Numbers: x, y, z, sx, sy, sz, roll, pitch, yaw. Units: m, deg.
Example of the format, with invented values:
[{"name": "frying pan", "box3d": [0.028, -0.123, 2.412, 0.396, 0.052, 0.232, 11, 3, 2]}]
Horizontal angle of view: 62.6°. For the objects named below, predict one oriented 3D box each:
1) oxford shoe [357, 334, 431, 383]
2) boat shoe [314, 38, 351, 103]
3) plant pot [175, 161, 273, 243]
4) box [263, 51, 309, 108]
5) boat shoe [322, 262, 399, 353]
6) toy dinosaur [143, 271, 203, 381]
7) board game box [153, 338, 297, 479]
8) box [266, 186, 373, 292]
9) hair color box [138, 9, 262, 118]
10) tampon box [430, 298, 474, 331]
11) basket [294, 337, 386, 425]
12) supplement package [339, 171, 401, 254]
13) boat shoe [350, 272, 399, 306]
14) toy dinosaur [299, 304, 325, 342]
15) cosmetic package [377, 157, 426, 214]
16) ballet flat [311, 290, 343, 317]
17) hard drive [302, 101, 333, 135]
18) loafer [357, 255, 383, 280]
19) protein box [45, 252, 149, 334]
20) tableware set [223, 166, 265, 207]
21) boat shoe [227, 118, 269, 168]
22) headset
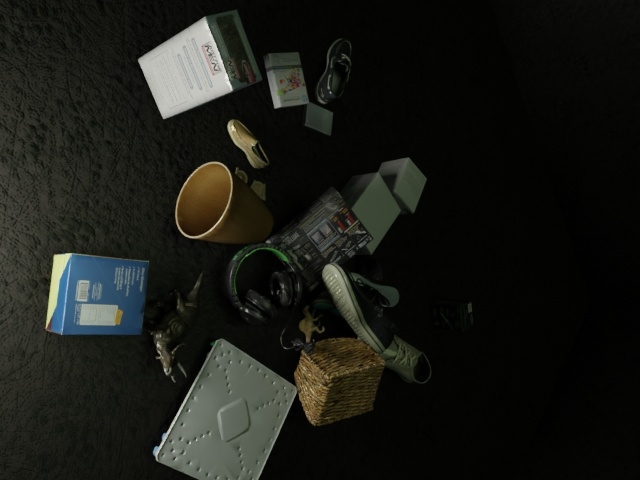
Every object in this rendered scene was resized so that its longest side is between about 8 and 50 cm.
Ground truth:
[{"name": "oxford shoe", "box3d": [0.322, 0.478, 2.213, 0.449, 0.130, 0.169, 39, 66, -33]}, {"name": "boat shoe", "box3d": [0.073, -0.662, 2.041, 0.114, 0.091, 0.303, 30, 69, -39]}, {"name": "plant pot", "box3d": [-0.270, -0.082, 1.628, 0.254, 0.237, 0.237, 28, 70, -49]}, {"name": "box", "box3d": [-0.122, -0.576, 1.894, 0.145, 0.038, 0.186, -20, 103, -41]}, {"name": "boat shoe", "box3d": [0.154, 0.229, 1.915, 0.156, 0.187, 0.500, -42, 130, -10]}, {"name": "toy dinosaur", "box3d": [-0.427, 0.236, 1.553, 0.160, 0.121, 0.314, 50, 52, -44]}, {"name": "board game box", "box3d": [-0.289, 0.572, 1.692, 0.390, 0.050, 0.390, 43, 61, -33]}, {"name": "box", "box3d": [0.000, 0.000, 1.863, 0.307, 0.076, 0.242, -41, 119, 0]}, {"name": "hair color box", "box3d": [-0.341, -0.473, 1.455, 0.113, 0.374, 0.185, -34, 111, -38]}, {"name": "tampon box", "box3d": [0.616, 0.347, 2.466, 0.101, 0.161, 0.120, -14, 100, -43]}, {"name": "basket", "box3d": [0.052, 0.502, 1.922, 0.299, 0.213, 0.223, -4, 116, -37]}, {"name": "supplement package", "box3d": [0.163, -0.103, 2.070, 0.262, 0.145, 0.204, -52, 122, -30]}, {"name": "boat shoe", "box3d": [0.165, 0.192, 2.088, 0.306, 0.105, 0.113, 11, 86, -29]}, {"name": "toy dinosaur", "box3d": [-0.036, 0.321, 1.948, 0.092, 0.053, 0.183, -6, 98, -26]}, {"name": "cosmetic package", "box3d": [0.325, -0.224, 2.221, 0.151, 0.151, 0.184, 42, 61, -33]}, {"name": "ballet flat", "box3d": [0.041, 0.234, 2.004, 0.221, 0.077, 0.079, 26, 53, -45]}, {"name": "hard drive", "box3d": [-0.011, -0.462, 2.004, 0.135, 0.022, 0.094, 12, 80, -42]}, {"name": "loafer", "box3d": [0.210, 0.107, 2.107, 0.062, 0.170, 0.061, -39, 133, 10]}, {"name": "protein box", "box3d": [-0.580, 0.142, 1.376, 0.201, 0.136, 0.200, 9, 82, -42]}, {"name": "tableware set", "box3d": [-0.252, -0.154, 1.770, 0.168, 0.020, 0.141, 26, 71, -39]}, {"name": "boat shoe", "box3d": [-0.232, -0.327, 1.758, 0.190, 0.072, 0.068, 53, 56, -28]}, {"name": "headset", "box3d": [-0.145, 0.197, 1.723, 0.243, 0.185, 0.394, -33, 108, -25]}]
